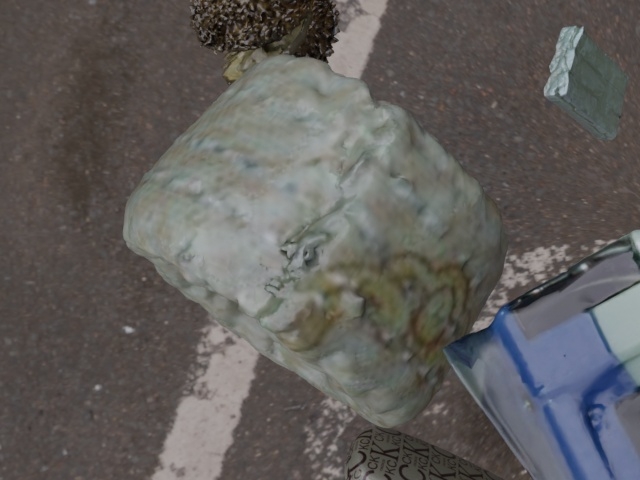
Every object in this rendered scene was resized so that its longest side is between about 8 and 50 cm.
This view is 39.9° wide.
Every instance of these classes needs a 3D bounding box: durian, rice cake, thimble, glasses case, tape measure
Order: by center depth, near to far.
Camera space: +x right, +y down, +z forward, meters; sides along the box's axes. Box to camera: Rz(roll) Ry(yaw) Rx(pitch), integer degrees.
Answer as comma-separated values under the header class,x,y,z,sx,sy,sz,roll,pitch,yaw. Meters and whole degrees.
class,x,y,z,sx,sy,sz,roll,pitch,yaw
tape measure,0.232,0.128,0.546,0.138,0.259,0.262,-41,65,18
thimble,0.000,0.000,0.709,0.291,0.291,0.195,30,77,20
durian,-0.066,-0.286,1.139,0.196,0.196,0.167,-54,49,14
glasses case,0.197,0.364,1.193,0.354,0.137,0.085,27,116,-3
rice cake,0.403,-0.228,1.315,0.038,0.211,0.124,8,77,41
